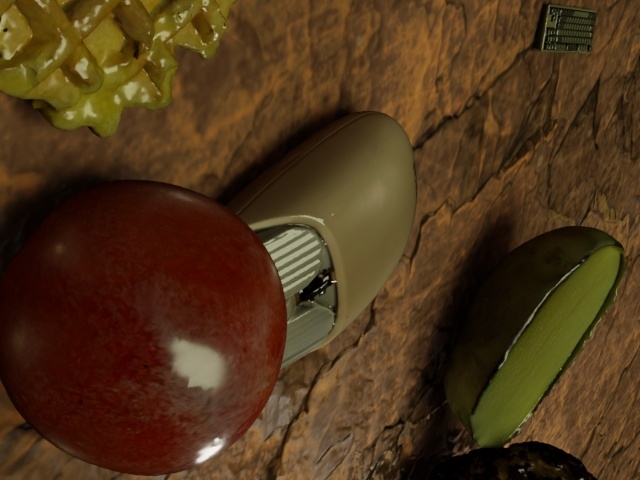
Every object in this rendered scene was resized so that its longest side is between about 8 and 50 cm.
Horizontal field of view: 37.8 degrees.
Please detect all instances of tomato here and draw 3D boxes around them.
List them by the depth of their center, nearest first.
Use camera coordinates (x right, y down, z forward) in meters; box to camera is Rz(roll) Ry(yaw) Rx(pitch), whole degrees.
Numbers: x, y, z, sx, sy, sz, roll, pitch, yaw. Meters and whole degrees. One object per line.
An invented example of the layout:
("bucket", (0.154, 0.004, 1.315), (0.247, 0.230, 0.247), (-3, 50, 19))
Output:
("tomato", (-0.098, 0.053, 0.530), (0.167, 0.167, 0.167), (-32, 133, -42))

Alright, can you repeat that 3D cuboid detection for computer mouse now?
("computer mouse", (0.000, 0.000, 0.700), (0.236, 0.082, 0.145), (-42, 140, -36))

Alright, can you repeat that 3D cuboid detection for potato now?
("potato", (0.216, 0.090, 1.035), (0.160, 0.111, 0.271), (21, 105, -50))

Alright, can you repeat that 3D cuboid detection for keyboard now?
("keyboard", (0.268, -0.227, 1.009), (0.129, 0.015, 0.049), (-12, 118, -52))

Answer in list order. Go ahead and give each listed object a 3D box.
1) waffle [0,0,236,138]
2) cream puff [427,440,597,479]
("waffle", (-0.118, -0.185, 0.446), (0.262, 0.060, 0.280), (-12, 119, -56))
("cream puff", (0.211, 0.321, 1.069), (0.239, 0.239, 0.164), (2, 77, -55))
